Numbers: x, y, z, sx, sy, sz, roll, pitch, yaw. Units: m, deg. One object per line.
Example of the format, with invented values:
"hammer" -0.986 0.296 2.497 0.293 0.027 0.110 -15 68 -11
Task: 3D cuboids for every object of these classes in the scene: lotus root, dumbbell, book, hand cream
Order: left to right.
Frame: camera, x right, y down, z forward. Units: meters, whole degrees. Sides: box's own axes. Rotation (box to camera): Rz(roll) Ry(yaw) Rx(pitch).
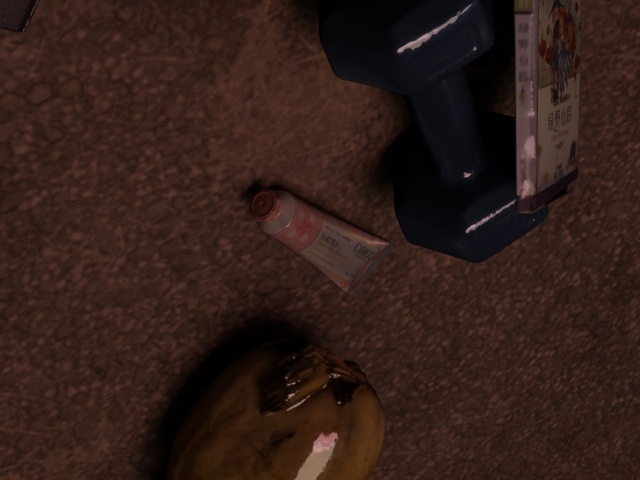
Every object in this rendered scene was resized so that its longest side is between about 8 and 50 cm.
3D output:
"lotus root" -0.067 0.231 1.536 0.182 0.183 0.310 23 114 -46
"hand cream" 0.000 0.000 1.481 0.067 0.043 0.209 -50 144 7
"dumbbell" 0.105 -0.124 1.361 0.144 0.160 0.325 -8 141 14
"book" 0.204 -0.150 1.364 0.157 0.026 0.231 -26 117 -64

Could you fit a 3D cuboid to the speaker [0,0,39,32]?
"speaker" -0.207 -0.254 1.087 0.082 0.044 0.218 10 120 -42
